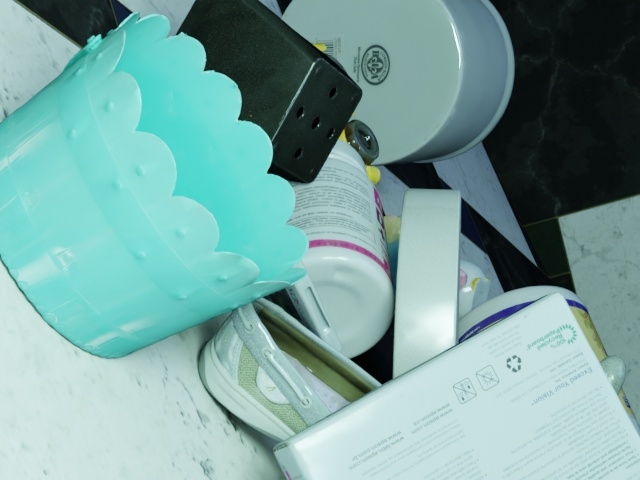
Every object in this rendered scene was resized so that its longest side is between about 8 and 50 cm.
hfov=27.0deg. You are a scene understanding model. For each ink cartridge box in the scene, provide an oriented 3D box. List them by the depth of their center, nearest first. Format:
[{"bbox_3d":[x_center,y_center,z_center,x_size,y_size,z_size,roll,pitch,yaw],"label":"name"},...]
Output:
[{"bbox_3d":[0.171,0.264,1.266,0.330,0.324,0.071,63,-22,4],"label":"ink cartridge box"}]

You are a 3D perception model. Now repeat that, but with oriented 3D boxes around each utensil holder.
[{"bbox_3d":[0.125,-0.280,2.157,0.328,0.327,0.385,62,18,3],"label":"utensil holder"}]

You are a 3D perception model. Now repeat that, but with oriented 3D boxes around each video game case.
[{"bbox_3d":[-0.069,0.027,1.371,0.190,0.022,0.173,34,-20,34],"label":"video game case"}]

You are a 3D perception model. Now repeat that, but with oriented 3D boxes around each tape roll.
[{"bbox_3d":[0.132,0.129,1.619,0.392,0.072,0.392,1,90,-84],"label":"tape roll"}]

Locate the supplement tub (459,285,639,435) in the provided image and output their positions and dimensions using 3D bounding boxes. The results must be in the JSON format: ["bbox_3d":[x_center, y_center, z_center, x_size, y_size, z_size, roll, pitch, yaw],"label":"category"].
[{"bbox_3d":[0.353,0.263,2.073,0.241,0.241,0.331,38,28,-53],"label":"supplement tub"}]

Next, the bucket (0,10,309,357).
[{"bbox_3d":[-0.158,-0.042,1.183,0.281,0.183,0.281,53,18,-26],"label":"bucket"}]

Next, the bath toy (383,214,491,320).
[{"bbox_3d":[0.156,0.044,2.078,0.348,0.129,0.151,23,85,-61],"label":"bath toy"}]

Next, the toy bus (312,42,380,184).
[{"bbox_3d":[-0.045,-0.146,1.772,0.211,0.149,0.220,-11,75,-62],"label":"toy bus"}]

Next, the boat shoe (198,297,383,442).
[{"bbox_3d":[0.032,0.172,1.330,0.320,0.103,0.118,35,36,-2],"label":"boat shoe"}]

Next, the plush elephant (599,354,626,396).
[{"bbox_3d":[0.279,0.245,1.535,0.272,0.330,0.255,32,39,0],"label":"plush elephant"}]

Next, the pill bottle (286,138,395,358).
[{"bbox_3d":[0.000,0.000,1.609,0.160,0.160,0.283,51,20,-31],"label":"pill bottle"}]

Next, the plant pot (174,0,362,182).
[{"bbox_3d":[-0.065,-0.169,1.544,0.167,0.188,0.187,30,1,28],"label":"plant pot"}]
